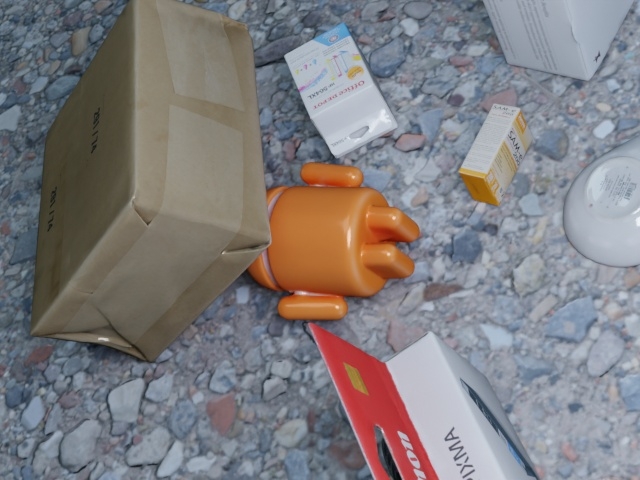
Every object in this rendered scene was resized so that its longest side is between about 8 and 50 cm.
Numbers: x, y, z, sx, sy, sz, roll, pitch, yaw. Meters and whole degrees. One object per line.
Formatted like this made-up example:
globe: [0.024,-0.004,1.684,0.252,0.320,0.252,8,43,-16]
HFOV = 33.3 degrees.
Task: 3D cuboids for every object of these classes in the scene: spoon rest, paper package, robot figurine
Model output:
spoon rest: [0.361,-0.097,1.151,0.137,0.084,0.276,26,87,38]
paper package: [-0.209,-0.070,1.274,0.309,0.168,0.325,-45,41,40]
robot figurine: [-0.001,0.002,1.224,0.219,0.158,0.128,3,23,28]

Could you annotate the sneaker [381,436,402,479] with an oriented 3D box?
sneaker: [0.106,0.241,1.049,0.063,0.075,0.170,-34,51,4]

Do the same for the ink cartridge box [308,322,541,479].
ink cartridge box: [0.129,0.209,0.936,0.066,0.261,0.296,-36,50,14]

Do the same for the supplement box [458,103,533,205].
supplement box: [0.202,-0.099,1.228,0.036,0.062,0.098,17,69,35]

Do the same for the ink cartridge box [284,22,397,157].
ink cartridge box: [0.028,-0.184,1.353,0.092,0.090,0.143,-28,51,8]

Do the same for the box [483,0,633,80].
box: [0.285,-0.319,1.251,0.119,0.181,0.182,20,70,34]
